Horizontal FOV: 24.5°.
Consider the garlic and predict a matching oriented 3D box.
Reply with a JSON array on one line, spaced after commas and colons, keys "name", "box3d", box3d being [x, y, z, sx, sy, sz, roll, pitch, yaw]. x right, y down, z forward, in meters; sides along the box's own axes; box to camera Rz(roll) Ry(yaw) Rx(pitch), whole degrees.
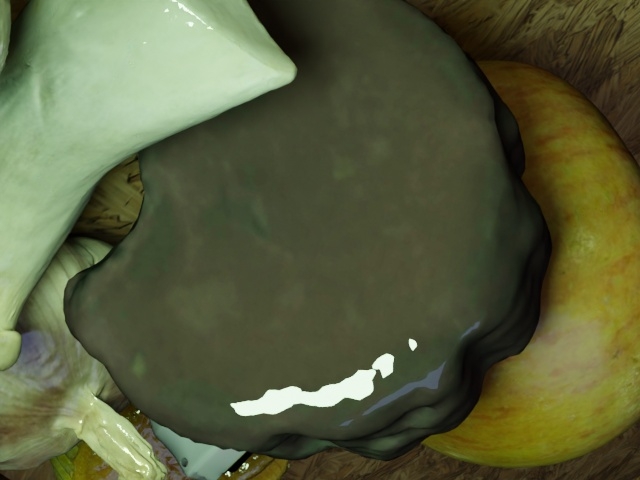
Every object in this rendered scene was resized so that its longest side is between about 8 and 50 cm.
[{"name": "garlic", "box3d": [-0.228, 0.134, 1.318, 0.245, 0.253, 0.245, -36, 161, -15]}]

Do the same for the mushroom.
[{"name": "mushroom", "box3d": [-0.204, -0.058, 1.093, 0.397, 0.177, 0.126, -44, 162, 28]}]

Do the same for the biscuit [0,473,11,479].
[{"name": "biscuit", "box3d": [-0.327, 0.277, 1.470, 0.047, 0.216, 0.340, -58, 171, -7]}]

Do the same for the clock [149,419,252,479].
[{"name": "clock", "box3d": [-0.091, 0.084, 1.404, 0.083, 0.253, 0.186, 24, 119, -40]}]

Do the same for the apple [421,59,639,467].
[{"name": "apple", "box3d": [0.164, 0.032, 1.449, 0.333, 0.400, 0.400, -30, 155, 4]}]

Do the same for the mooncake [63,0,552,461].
[{"name": "mooncake", "box3d": [0.000, 0.000, 1.190, 0.381, 0.350, 0.212, -53, 157, -1]}]

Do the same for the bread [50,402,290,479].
[{"name": "bread", "box3d": [-0.158, 0.228, 1.608, 0.253, 0.142, 0.227, -33, 113, -8]}]

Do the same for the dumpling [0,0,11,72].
[{"name": "dumpling", "box3d": [-0.249, -0.167, 0.937, 0.111, 0.181, 0.155, 10, 108, -10]}]
